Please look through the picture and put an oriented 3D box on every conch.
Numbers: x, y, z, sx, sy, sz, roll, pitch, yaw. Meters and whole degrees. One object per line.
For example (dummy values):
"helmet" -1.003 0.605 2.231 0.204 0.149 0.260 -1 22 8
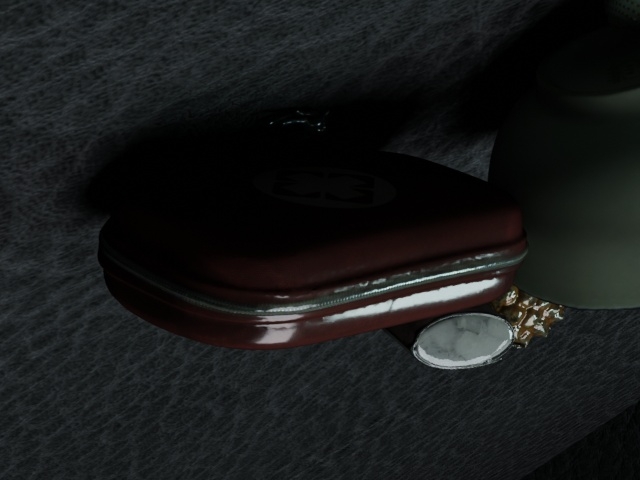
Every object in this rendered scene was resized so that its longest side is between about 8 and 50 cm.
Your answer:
"conch" 0.314 -0.233 1.504 0.085 0.056 0.076 -29 174 6

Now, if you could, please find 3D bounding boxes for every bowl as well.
"bowl" 0.319 -0.105 1.538 0.354 0.354 0.185 -25 118 -9

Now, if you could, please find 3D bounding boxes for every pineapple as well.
"pineapple" 0.258 0.059 2.023 0.193 0.166 0.166 -15 158 -39

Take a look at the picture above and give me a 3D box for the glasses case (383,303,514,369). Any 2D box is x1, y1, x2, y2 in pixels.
"glasses case" 0.074 0.046 1.573 0.114 0.299 0.060 0 109 -25

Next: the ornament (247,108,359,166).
"ornament" -0.007 -0.100 1.446 0.125 0.028 0.073 -8 153 -40

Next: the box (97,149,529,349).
"box" 0.000 0.000 1.415 0.404 0.263 0.108 -11 114 -41
